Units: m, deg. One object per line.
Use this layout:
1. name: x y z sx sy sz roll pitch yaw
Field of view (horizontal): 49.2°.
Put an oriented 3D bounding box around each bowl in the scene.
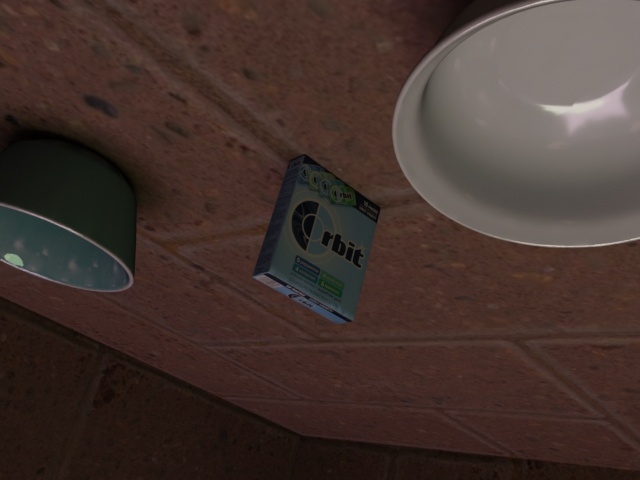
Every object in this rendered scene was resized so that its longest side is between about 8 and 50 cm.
1. bowl: -0.430 -0.053 1.148 0.312 0.163 0.311 13 156 6
2. bowl: 0.217 -0.130 0.606 0.298 0.134 0.297 8 147 6

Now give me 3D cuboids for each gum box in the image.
1. gum box: 0.000 0.000 0.973 0.157 0.184 0.041 32 151 -31
